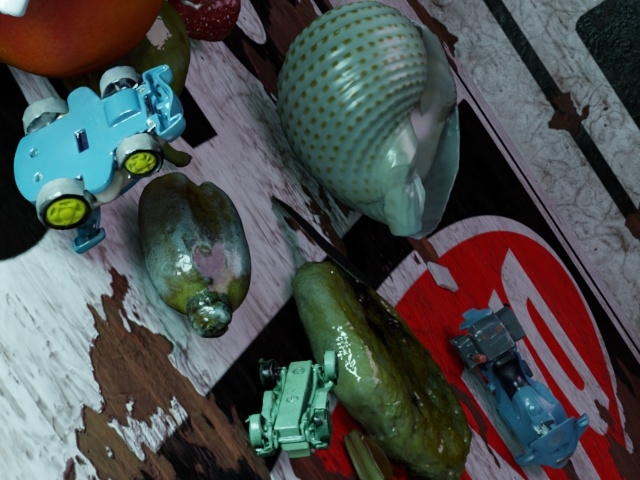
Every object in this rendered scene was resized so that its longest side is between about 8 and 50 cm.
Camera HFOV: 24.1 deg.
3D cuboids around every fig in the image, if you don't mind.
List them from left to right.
[{"bbox_3d":[-0.184,-0.147,1.537,0.149,0.149,0.245,-103,174,-47],"label":"fig"}]

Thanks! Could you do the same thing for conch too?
[{"bbox_3d":[0.063,-0.160,2.049,0.303,0.215,0.319,12,80,-60],"label":"conch"}]

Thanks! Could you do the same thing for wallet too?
[{"bbox_3d":[0.192,0.056,2.350,0.044,0.011,0.083,64,18,20],"label":"wallet"}]

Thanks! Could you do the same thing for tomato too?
[{"bbox_3d":[-0.254,-0.264,1.315,0.260,0.260,0.180,53,41,-15],"label":"tomato"}]

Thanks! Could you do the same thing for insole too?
[{"bbox_3d":[0.000,0.000,1.818,0.188,0.004,0.064,44,10,36],"label":"insole"}]

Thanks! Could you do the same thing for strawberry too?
[{"bbox_3d":[-0.145,-0.294,1.905,0.106,0.106,0.106,50,18,-23],"label":"strawberry"}]

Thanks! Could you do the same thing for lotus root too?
[{"bbox_3d":[-0.118,0.015,1.430,0.113,0.088,0.192,22,37,-37],"label":"lotus root"}]

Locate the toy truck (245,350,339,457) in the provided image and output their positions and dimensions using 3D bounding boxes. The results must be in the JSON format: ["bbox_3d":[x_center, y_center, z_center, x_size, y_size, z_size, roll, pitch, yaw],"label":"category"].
[{"bbox_3d":[-0.022,0.173,1.463,0.154,0.080,0.078,-81,163,-65],"label":"toy truck"}]

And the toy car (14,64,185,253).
[{"bbox_3d":[-0.180,-0.075,1.306,0.098,0.161,0.126,54,12,-51],"label":"toy car"}]

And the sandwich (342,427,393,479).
[{"bbox_3d":[0.056,0.241,1.606,0.044,0.031,0.083,25,36,-57],"label":"sandwich"}]

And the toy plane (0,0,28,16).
[{"bbox_3d":[-0.315,-0.266,1.168,0.245,0.244,0.117,55,6,-9],"label":"toy plane"}]

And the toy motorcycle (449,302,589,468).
[{"bbox_3d":[0.290,0.221,2.173,0.272,0.123,0.182,59,-5,-3],"label":"toy motorcycle"}]

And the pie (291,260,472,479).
[{"bbox_3d":[0.074,0.141,1.775,0.323,0.070,0.323,50,17,-21],"label":"pie"}]
